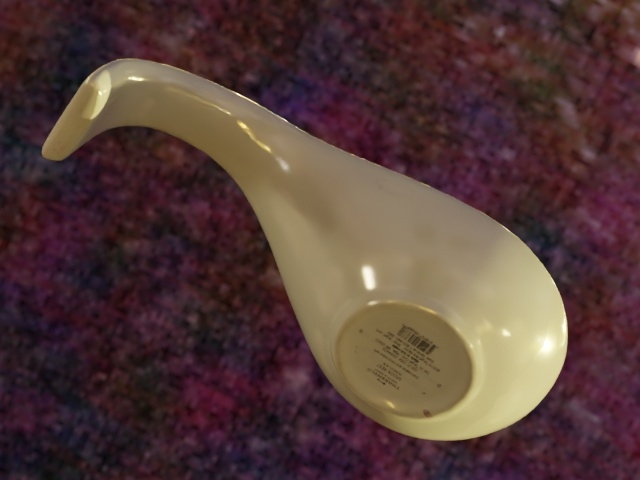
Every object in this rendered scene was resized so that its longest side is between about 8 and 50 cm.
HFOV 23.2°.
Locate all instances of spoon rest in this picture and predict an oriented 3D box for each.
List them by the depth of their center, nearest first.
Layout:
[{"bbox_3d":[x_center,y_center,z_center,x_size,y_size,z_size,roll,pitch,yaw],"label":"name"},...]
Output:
[{"bbox_3d":[0.000,0.000,0.777,0.276,0.137,0.084,36,35,-8],"label":"spoon rest"}]
